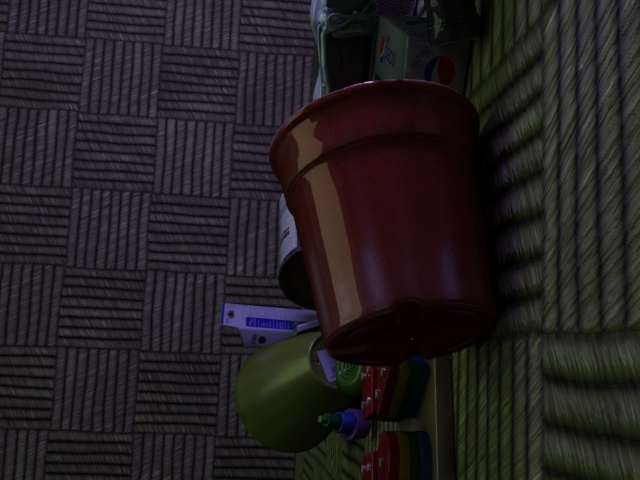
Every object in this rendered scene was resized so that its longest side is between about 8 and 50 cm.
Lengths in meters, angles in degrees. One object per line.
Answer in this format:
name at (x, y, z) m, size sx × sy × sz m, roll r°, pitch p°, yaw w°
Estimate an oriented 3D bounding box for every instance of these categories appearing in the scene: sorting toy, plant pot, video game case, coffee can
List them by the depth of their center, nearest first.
plant pot at (0.087, -0.004, 0.974) m, size 0.272 × 0.272 × 0.265 m, roll 105°, pitch 158°, yaw -62°
sorting toy at (0.119, 0.267, 1.196) m, size 0.255 × 0.089 × 0.257 m, roll 110°, pitch 163°, yaw -69°
sorting toy at (0.033, 0.229, 1.682) m, size 0.127 × 0.126 × 0.366 m, roll -32°, pitch 50°, yaw 48°
plant pot at (-0.022, 0.325, 1.878) m, size 0.293 × 0.274 × 0.275 m, roll 134°, pitch 142°, yaw -53°
coffee can at (0.000, 0.000, 1.937) m, size 0.275 × 0.201 × 0.202 m, roll -93°, pitch 9°, yaw -50°
video game case at (0.012, 0.196, 1.943) m, size 0.143 × 0.157 × 0.019 m, roll 120°, pitch 132°, yaw -77°

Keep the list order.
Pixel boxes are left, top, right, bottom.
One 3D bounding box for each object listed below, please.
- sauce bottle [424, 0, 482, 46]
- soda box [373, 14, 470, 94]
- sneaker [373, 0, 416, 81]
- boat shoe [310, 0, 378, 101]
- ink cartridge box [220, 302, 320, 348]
sauce bottle at (0.140, -0.422, 1.013) m, size 0.111 × 0.111 × 0.345 m, roll -119°, pitch 16°, yaw -79°
soda box at (0.146, -0.281, 1.232) m, size 0.286 × 0.091 × 0.098 m, roll -102°, pitch 15°, yaw -69°
sneaker at (0.116, -0.382, 1.498) m, size 0.123 × 0.105 × 0.290 m, roll 120°, pitch 152°, yaw -71°
boat shoe at (0.047, -0.319, 1.375) m, size 0.103 × 0.118 × 0.321 m, roll -130°, pitch 41°, yaw -58°
ink cartridge box at (-0.105, 0.235, 2.171) m, size 0.165 × 0.332 × 0.065 m, roll -103°, pitch 20°, yaw -72°
